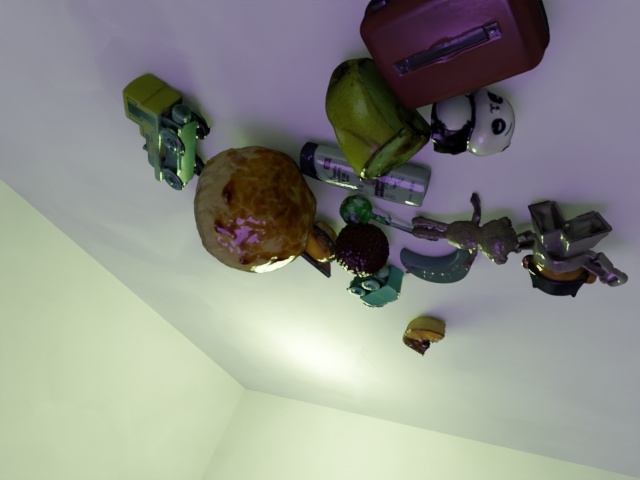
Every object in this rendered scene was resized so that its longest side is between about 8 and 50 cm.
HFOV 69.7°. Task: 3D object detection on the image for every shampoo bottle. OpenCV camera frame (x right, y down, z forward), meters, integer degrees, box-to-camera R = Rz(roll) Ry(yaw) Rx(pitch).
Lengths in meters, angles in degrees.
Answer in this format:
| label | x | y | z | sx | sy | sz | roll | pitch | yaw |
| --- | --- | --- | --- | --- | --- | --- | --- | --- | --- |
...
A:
| label | x | y | z | sx | sy | sz | roll | pitch | yaw |
| --- | --- | --- | --- | --- | --- | --- | --- | --- | --- |
| shampoo bottle | 0.119 | -0.181 | 1.288 | 0.359 | 0.078 | 0.134 | 16 | 148 | 13 |

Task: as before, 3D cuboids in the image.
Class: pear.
| label | x | y | z | sx | sy | sz | roll | pitch | yaw |
| --- | --- | --- | --- | --- | --- | --- | --- | --- | --- |
| pear | 0.093 | -0.275 | 1.000 | 0.164 | 0.238 | 0.255 | -38 | 83 | 33 |

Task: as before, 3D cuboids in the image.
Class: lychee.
| label | x | y | z | sx | sy | sz | roll | pitch | yaw |
| --- | --- | --- | --- | --- | --- | --- | --- | --- | --- |
| lychee | 0.132 | 0.033 | 1.472 | 0.188 | 0.188 | 0.188 | 18 | 146 | 12 |

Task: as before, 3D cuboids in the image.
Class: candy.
| label | x | y | z | sx | sy | sz | roll | pitch | yaw |
| --- | --- | --- | --- | --- | --- | --- | --- | --- | --- |
| candy | 0.214 | -0.056 | 1.416 | 0.323 | 0.097 | 0.097 | 19 | 147 | -6 |

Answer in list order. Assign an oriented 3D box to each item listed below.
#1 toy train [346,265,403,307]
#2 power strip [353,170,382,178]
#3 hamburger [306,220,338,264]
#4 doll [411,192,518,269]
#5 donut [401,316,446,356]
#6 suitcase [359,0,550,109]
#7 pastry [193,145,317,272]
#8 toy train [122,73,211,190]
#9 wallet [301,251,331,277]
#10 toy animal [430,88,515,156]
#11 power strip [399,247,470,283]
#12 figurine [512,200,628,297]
| label | x | y | z | sx | sy | sz | roll | pitch | yaw |
| --- | --- | --- | --- | --- | --- | --- | --- | --- | --- |
| toy train | 0.202 | 0.157 | 1.673 | 0.163 | 0.112 | 0.203 | 30 | 148 | -17 |
| power strip | 0.139 | -0.210 | 1.151 | 0.076 | 0.169 | 0.028 | 13 | 142 | 17 |
| hamburger | -0.001 | -0.003 | 1.581 | 0.189 | 0.093 | 0.164 | 52 | 154 | -12 |
| doll | 0.398 | -0.009 | 1.291 | 0.286 | 0.202 | 0.091 | -21 | 165 | 37 |
| donut | 0.411 | 0.369 | 1.843 | 0.141 | 0.085 | 0.217 | 28 | 146 | -2 |
| suitcase | 0.243 | -0.390 | 0.845 | 0.297 | 0.161 | 0.236 | -10 | 134 | 40 |
| pastry | -0.176 | -0.091 | 1.345 | 0.313 | 0.388 | 0.388 | -1 | 139 | 35 |
| toy train | -0.486 | -0.314 | 1.457 | 0.237 | 0.150 | 0.369 | 34 | 147 | 3 |
| wallet | -0.048 | 0.035 | 1.667 | 0.232 | 0.119 | 0.025 | 40 | 112 | -21 |
| toy animal | 0.324 | -0.261 | 0.991 | 0.179 | 0.166 | 0.138 | 4 | 166 | 11 |
| power strip | 0.373 | 0.077 | 1.496 | 0.253 | 0.054 | 0.167 | -12 | 131 | 42 |
| figurine | 0.622 | 0.041 | 1.200 | 0.308 | 0.143 | 0.308 | 53 | 165 | 21 |
